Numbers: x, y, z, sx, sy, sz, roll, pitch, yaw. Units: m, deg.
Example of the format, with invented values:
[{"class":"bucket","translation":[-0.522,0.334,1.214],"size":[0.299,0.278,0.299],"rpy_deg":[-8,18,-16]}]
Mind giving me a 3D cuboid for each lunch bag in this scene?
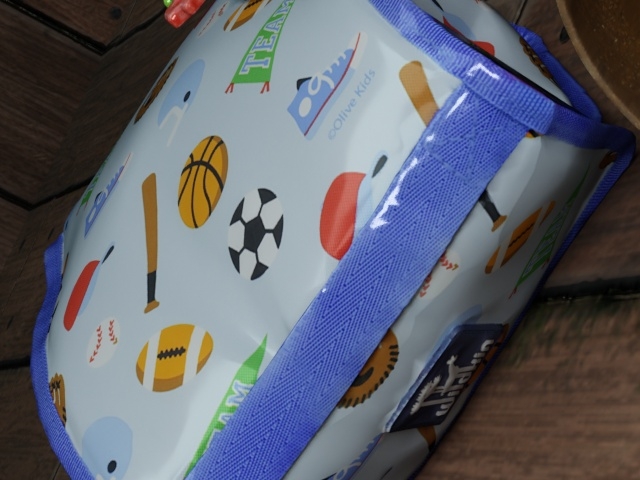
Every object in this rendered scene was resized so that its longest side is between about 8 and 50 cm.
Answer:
[{"class":"lunch bag","translation":[0.000,0.000,0.986],"size":[0.328,0.239,0.385],"rpy_deg":[-56,13,12]}]

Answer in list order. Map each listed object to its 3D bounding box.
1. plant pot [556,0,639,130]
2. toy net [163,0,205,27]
[{"class":"plant pot","translation":[0.232,-0.163,0.688],"size":[0.215,0.215,0.230],"rpy_deg":[-39,15,50]},{"class":"toy net","translation":[-0.057,-0.178,1.015],"size":[0.122,0.045,0.232],"rpy_deg":[-47,17,5]}]
